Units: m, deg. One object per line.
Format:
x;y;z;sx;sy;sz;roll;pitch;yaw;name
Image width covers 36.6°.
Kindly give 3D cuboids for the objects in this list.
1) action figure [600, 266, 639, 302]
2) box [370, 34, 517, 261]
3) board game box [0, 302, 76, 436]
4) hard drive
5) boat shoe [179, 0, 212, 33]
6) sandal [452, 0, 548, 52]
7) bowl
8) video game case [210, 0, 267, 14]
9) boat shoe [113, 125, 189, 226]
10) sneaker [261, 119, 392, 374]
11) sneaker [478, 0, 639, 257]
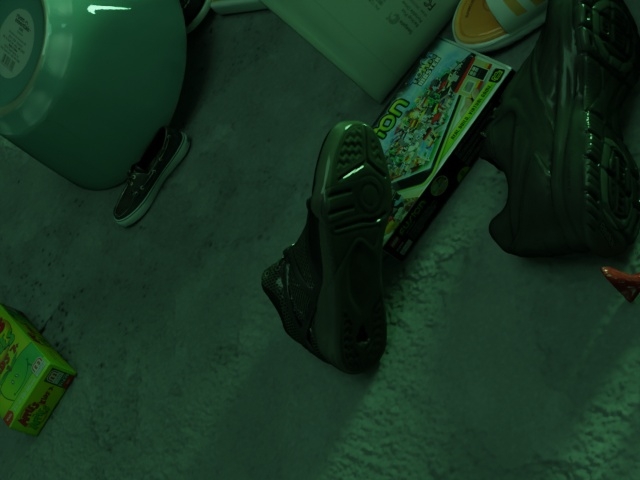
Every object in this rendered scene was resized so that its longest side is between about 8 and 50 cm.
0.316;-0.052;0.666;0.280;0.139;0.091;-40;47;13;action figure
0.097;-0.092;0.945;0.207;0.036;0.114;-55;44;3;box
-0.384;0.158;1.217;0.181;0.043;0.092;31;89;46;board game box
0.098;-0.331;0.936;0.353;0.233;0.047;-50;45;8;hard drive
-0.241;-0.391;1.367;0.114;0.091;0.302;-48;44;9;boat shoe
0.225;-0.284;0.912;0.265;0.076;0.102;-31;49;24;sandal
-0.335;-0.230;1.257;0.312;0.163;0.311;-8;78;41;bowl
-0.025;-0.388;1.227;0.227;0.026;0.206;5;70;42;video game case
-0.221;-0.083;1.212;0.142;0.040;0.049;-53;44;3;boat shoe
0.000;0.000;0.900;0.130;0.087;0.227;14;109;49;sneaker
0.197;-0.116;0.827;0.130;0.109;0.286;-13;57;43;sneaker
